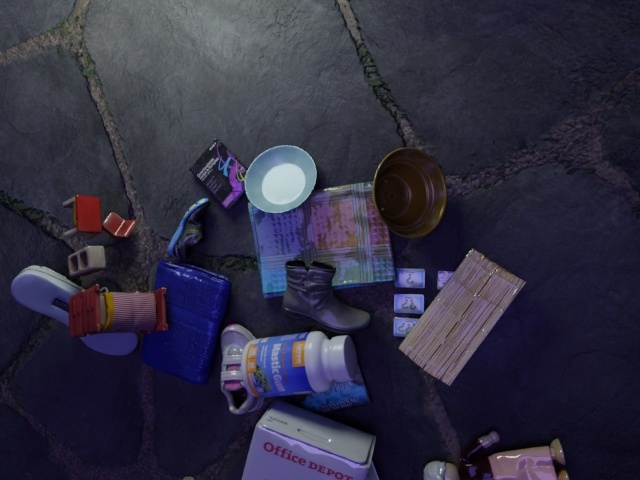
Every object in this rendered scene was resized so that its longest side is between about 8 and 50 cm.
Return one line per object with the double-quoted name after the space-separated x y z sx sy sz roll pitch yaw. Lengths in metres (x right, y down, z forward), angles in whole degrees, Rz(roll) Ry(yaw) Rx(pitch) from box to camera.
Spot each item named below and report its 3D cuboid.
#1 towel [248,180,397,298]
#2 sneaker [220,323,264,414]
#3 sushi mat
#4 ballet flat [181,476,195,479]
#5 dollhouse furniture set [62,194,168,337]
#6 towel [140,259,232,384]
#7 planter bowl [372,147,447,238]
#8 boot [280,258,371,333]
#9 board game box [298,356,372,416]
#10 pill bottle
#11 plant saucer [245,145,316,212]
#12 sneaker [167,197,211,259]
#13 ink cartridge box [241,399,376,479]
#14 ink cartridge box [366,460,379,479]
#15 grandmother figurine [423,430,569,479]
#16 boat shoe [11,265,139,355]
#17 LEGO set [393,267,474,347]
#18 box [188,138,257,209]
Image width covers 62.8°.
0.000 0.000 1.370 0.370 0.040 0.272 -8 93 14 "towel"
-0.216 0.351 1.406 0.102 0.111 0.252 -13 91 12 "sneaker"
0.341 0.186 1.277 0.151 0.019 0.317 37 93 16 "sushi mat"
-0.405 0.780 1.497 0.073 0.067 0.206 18 97 11 "ballet flat"
-0.542 0.066 1.386 0.152 0.201 0.374 -17 75 38 "dollhouse furniture set"
-0.371 0.222 1.455 0.227 0.076 0.308 17 98 17 "towel"
0.197 -0.112 1.280 0.217 0.090 0.217 1 89 -27 "planter bowl"
0.020 0.138 1.324 0.246 0.083 0.161 11 113 1 "boot"
0.031 0.397 1.402 0.186 0.026 0.126 -19 90 12 "board game box"
-0.051 0.313 1.336 0.271 0.152 0.152 -11 91 19 "pill bottle"
-0.100 -0.154 1.365 0.194 0.037 0.195 -5 69 13 "plant saucer"
-0.349 -0.032 1.440 0.078 0.067 0.188 27 98 -13 "sneaker"
-0.051 0.646 1.310 0.285 0.166 0.395 17 100 10 "ink cartridge box"
0.033 0.609 1.400 0.235 0.056 0.171 -21 90 12 "ink cartridge box"
0.428 0.586 1.302 0.342 0.104 0.208 -10 64 15 "grandmother figurine"
-0.678 0.187 1.485 0.367 0.156 0.136 35 96 -22 "boat shoe"
0.304 0.167 1.313 0.244 0.060 0.183 2 95 15 "LEGO set"
-0.264 -0.179 1.422 0.162 0.029 0.116 45 101 7 "box"
